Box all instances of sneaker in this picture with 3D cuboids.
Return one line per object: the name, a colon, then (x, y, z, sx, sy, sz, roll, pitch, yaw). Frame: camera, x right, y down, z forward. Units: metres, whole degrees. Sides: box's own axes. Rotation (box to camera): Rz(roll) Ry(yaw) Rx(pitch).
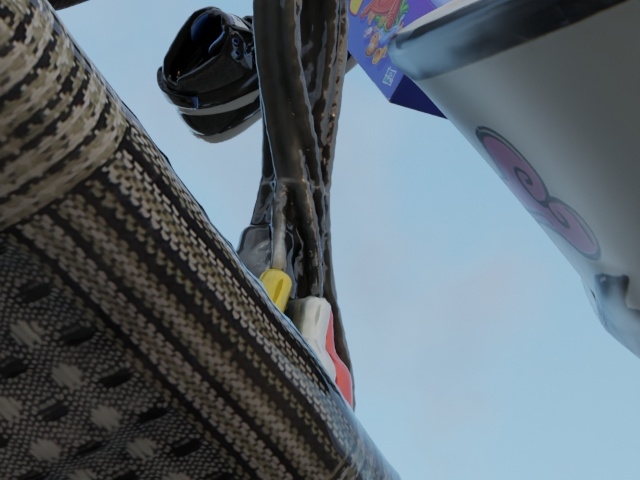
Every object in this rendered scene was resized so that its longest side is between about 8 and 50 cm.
sneaker: (-0.040, -0.175, 1.428, 0.217, 0.079, 0.121, -38, -29, 0)

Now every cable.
cable: (0.000, 0.000, 0.778, 0.072, 0.287, 0.139, 3, -18, 33)

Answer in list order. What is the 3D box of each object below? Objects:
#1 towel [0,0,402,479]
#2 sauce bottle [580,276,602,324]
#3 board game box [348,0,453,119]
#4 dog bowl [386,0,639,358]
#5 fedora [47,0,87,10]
towel: (-0.158, 0.083, 0.424, 0.324, 0.056, 0.312, -25, -43, 9)
sauce bottle: (0.172, 0.001, 0.696, 0.128, 0.042, 0.042, -25, -44, 2)
board game box: (0.164, -0.159, 1.340, 0.347, 0.233, 0.078, 13, -62, -32)
dog bowl: (0.232, -0.079, 0.464, 0.408, 0.408, 0.150, -22, -82, 34)
fedora: (-0.159, -0.244, 0.892, 0.275, 0.243, 0.124, 28, -6, -32)
